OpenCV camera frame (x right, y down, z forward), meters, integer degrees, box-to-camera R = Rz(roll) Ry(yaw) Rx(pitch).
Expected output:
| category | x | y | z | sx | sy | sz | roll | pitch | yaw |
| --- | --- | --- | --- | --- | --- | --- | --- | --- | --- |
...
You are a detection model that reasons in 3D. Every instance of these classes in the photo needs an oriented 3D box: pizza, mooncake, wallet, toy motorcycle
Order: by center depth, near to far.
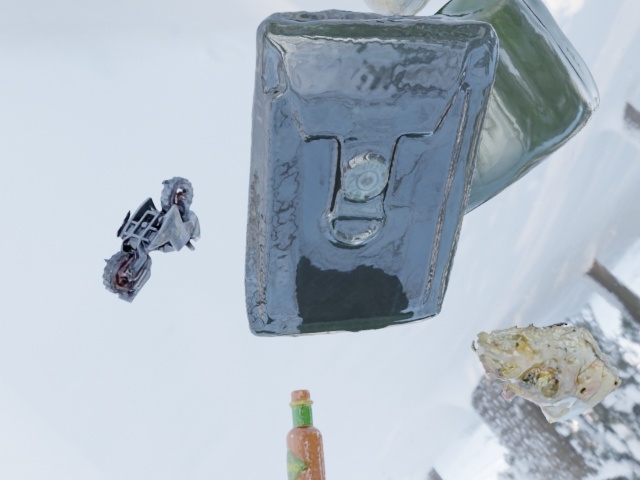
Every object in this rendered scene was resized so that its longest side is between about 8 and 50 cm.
| category | x | y | z | sx | sy | sz | roll | pitch | yaw |
| --- | --- | --- | --- | --- | --- | --- | --- | --- | --- |
| wallet | 0.032 | -0.031 | 0.461 | 0.169 | 0.052 | 0.245 | -6 | 122 | -18 |
| mooncake | 0.118 | -0.129 | 0.722 | 0.351 | 0.187 | 0.351 | -35 | -179 | 1 |
| toy motorcycle | -0.259 | 0.003 | 1.027 | 0.215 | 0.080 | 0.122 | -60 | 152 | -27 |
| pizza | 0.378 | 0.216 | 1.106 | 0.189 | 0.071 | 0.297 | -35 | 123 | 27 |

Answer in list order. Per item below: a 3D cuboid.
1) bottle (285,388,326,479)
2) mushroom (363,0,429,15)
| category | x | y | z | sx | sy | sz | roll | pitch | yaw |
| --- | --- | --- | --- | --- | --- | --- | --- | --- | --- |
| bottle | -0.029 | 0.358 | 1.157 | 0.069 | 0.187 | 0.069 | -5 | 160 | -2 |
| mushroom | 0.165 | -0.550 | 1.283 | 0.209 | 0.206 | 0.206 | -41 | 154 | -6 |
